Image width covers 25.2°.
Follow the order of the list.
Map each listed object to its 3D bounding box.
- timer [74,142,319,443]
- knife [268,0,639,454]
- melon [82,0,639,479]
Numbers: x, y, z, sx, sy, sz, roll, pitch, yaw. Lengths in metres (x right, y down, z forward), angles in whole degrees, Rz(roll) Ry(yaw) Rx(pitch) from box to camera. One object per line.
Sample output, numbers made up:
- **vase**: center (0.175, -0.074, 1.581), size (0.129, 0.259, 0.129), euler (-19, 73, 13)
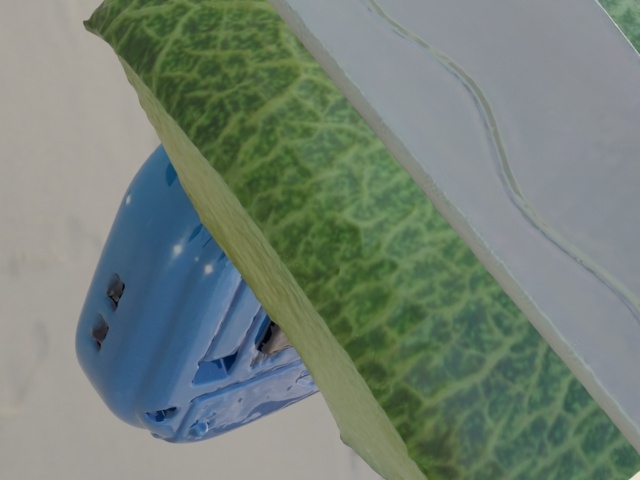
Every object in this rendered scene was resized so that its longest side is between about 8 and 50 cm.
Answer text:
- **timer**: center (0.000, 0.000, 1.002), size (0.115, 0.340, 0.309), euler (50, -42, 23)
- **knife**: center (0.014, -0.060, 0.344), size (0.336, 0.081, 0.043), euler (49, -20, 12)
- **melon**: center (0.109, -0.050, 0.726), size (0.331, 0.343, 0.226), euler (49, -18, 24)
